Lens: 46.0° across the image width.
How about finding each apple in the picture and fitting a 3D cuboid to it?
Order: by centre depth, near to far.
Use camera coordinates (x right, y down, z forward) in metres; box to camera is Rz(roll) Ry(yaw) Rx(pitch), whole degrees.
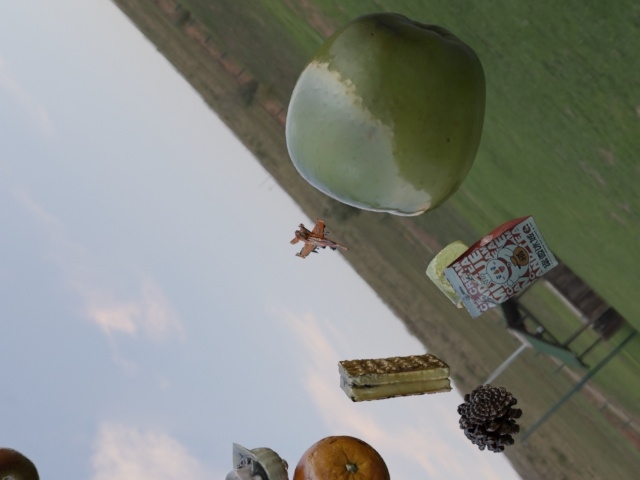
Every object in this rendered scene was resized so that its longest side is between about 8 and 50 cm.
[{"bbox_3d":[0.147,-0.279,1.678,0.473,0.473,0.473,44,-171,-8],"label":"apple"},{"bbox_3d":[-0.761,0.568,1.766,0.195,0.173,0.160,27,-145,-33],"label":"apple"}]

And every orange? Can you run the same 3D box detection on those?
[{"bbox_3d":[0.062,0.701,2.155,0.284,0.284,0.226,49,145,28],"label":"orange"}]

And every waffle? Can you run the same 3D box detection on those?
[{"bbox_3d":[0.218,0.404,2.232,0.213,0.308,0.091,-165,71,-82],"label":"waffle"}]

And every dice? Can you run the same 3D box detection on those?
[{"bbox_3d":[0.480,0.117,2.584,0.169,0.169,0.166,50,-173,27],"label":"dice"}]

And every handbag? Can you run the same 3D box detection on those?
[{"bbox_3d":[0.475,0.072,2.062,0.171,0.298,0.151,61,160,-2],"label":"handbag"}]

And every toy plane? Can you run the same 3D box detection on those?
[{"bbox_3d":[0.003,0.005,2.190,0.188,0.135,0.062,21,160,18],"label":"toy plane"}]

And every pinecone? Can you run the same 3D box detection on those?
[{"bbox_3d":[0.520,0.550,2.299,0.208,0.208,0.208,44,-171,-8],"label":"pinecone"}]

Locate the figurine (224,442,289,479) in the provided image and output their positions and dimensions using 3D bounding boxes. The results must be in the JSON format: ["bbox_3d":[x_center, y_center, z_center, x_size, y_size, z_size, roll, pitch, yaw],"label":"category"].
[{"bbox_3d":[-0.215,0.726,2.103,0.204,0.185,0.332,35,-134,-6],"label":"figurine"}]
